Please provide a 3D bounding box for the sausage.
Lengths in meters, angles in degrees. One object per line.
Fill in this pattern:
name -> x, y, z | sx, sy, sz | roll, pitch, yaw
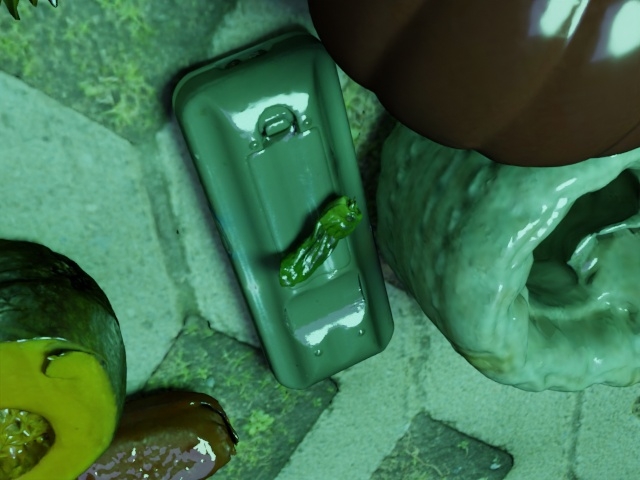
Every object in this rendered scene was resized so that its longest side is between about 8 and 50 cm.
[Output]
sausage -> -0.235, 0.206, 0.758 | 0.330, 0.102, 0.102 | -15, 128, -18

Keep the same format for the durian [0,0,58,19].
durian -> -0.152, -0.232, 0.401 | 0.293, 0.258, 0.258 | -30, 131, -12

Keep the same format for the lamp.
lamp -> 0.130, -0.192, 0.536 | 0.303, 0.303, 0.257 | -10, 163, -21

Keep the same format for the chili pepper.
chili pepper -> 0.000, 0.000, 0.692 | 0.030, 0.034, 0.091 | 41, 100, -7

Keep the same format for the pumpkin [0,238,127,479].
pumpkin -> -0.301, 0.102, 0.628 | 0.317, 0.139, 0.221 | -13, 131, -15

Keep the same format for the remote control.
remote control -> -0.016, -0.005, 0.738 | 0.128, 0.065, 0.335 | -26, 130, -12

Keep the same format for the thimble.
thimble -> 0.202, -0.019, 0.744 | 0.291, 0.195, 0.291 | -15, 126, -21
